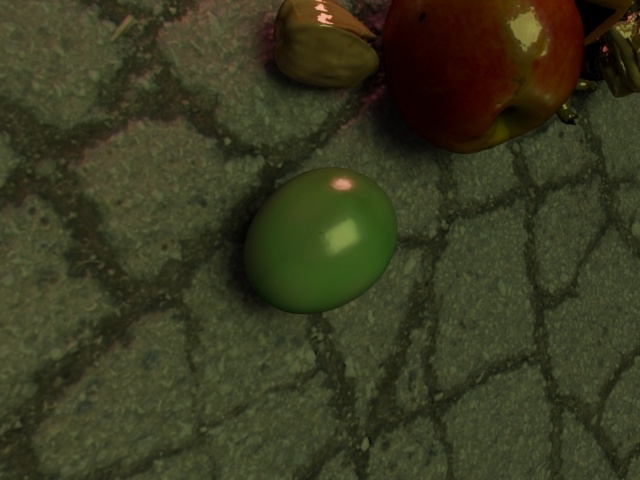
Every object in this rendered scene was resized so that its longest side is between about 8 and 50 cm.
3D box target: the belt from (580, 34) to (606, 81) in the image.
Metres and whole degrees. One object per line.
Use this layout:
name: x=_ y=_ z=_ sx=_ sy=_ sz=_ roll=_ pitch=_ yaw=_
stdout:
belt: x=0.712 y=-0.563 z=1.809 sx=0.126 sy=0.094 sz=0.359 roll=31 pitch=69 yaw=-34

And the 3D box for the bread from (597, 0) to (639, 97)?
bread: x=0.776 y=-0.550 z=1.680 sx=0.370 sy=0.192 sz=0.314 roll=-41 pitch=114 yaw=-31

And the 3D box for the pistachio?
pistachio: x=0.013 y=-0.345 z=1.250 sx=0.230 sy=0.157 sz=0.157 roll=4 pitch=82 yaw=-47

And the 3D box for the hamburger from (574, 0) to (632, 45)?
hamburger: x=0.503 y=-0.522 z=1.485 sx=0.300 sy=0.300 sz=0.176 roll=-2 pitch=61 yaw=-36

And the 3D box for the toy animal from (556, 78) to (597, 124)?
toy animal: x=0.537 y=-0.368 z=1.648 sx=0.101 sy=0.103 sz=0.218 roll=-38 pitch=90 yaw=-10

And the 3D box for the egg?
egg: x=0.000 y=0.000 z=1.155 sx=0.270 sy=0.220 sz=0.220 roll=-33 pitch=104 yaw=-29

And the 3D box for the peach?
peach: x=0.287 y=-0.363 z=1.322 sx=0.389 sy=0.388 sz=0.387 roll=5 pitch=82 yaw=-35
